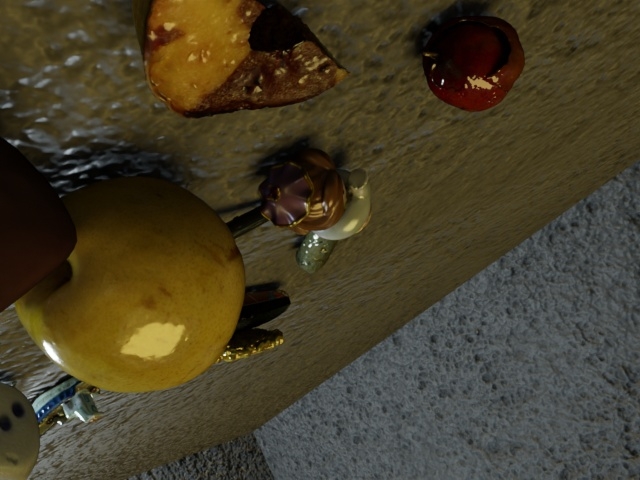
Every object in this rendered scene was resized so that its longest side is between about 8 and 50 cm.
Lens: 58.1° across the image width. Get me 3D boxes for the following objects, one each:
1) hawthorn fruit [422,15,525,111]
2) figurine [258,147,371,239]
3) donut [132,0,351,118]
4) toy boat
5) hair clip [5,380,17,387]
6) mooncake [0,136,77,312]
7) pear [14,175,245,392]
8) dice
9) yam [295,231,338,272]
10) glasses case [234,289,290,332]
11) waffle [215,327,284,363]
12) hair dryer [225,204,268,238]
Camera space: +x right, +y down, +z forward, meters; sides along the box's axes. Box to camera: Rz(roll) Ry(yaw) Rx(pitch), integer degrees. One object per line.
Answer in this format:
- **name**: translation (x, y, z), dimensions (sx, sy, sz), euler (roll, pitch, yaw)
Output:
- **hawthorn fruit**: translation (0.223, -0.275, 0.884), dimensions (0.172, 0.148, 0.148), euler (7, 142, -28)
- **figurine**: translation (-0.001, -0.074, 1.033), dimensions (0.189, 0.142, 0.263), euler (-36, 160, 17)
- **donut**: translation (-0.106, -0.215, 0.625), dimensions (0.151, 0.112, 0.295), euler (-36, 157, 24)
- **toy boat**: translation (-0.607, 0.407, 1.377), dimensions (0.262, 0.115, 0.114), euler (-32, 159, 6)
- **hair clip**: translation (-0.678, 0.347, 1.260), dimensions (0.030, 0.039, 0.115), euler (-12, 155, -34)
- **mooncake**: translation (-0.413, 0.035, 0.548), dimensions (0.334, 0.174, 0.326), euler (-40, -161, -22)
- **pear**: translation (-0.252, 0.061, 0.803), dimensions (0.314, 0.314, 0.314), euler (-26, 159, -11)
- **dice**: translation (-0.679, 0.391, 1.103), dimensions (0.194, 0.191, 0.193), euler (-27, 146, 6)
- **yam**: translation (0.000, 0.000, 1.301), dimensions (0.078, 0.078, 0.179), euler (-16, 152, -32)
- **glasses case**: translation (-0.210, 0.184, 1.429), dimensions (0.321, 0.082, 0.122), euler (-7, 154, -46)
- **waffle**: translation (-0.230, 0.261, 1.475), dimensions (0.245, 0.052, 0.254), euler (-2, -176, 37)
- **hair dryer**: translation (-0.130, -0.018, 1.043), dimensions (0.255, 0.128, 0.070), euler (-29, 166, -33)
